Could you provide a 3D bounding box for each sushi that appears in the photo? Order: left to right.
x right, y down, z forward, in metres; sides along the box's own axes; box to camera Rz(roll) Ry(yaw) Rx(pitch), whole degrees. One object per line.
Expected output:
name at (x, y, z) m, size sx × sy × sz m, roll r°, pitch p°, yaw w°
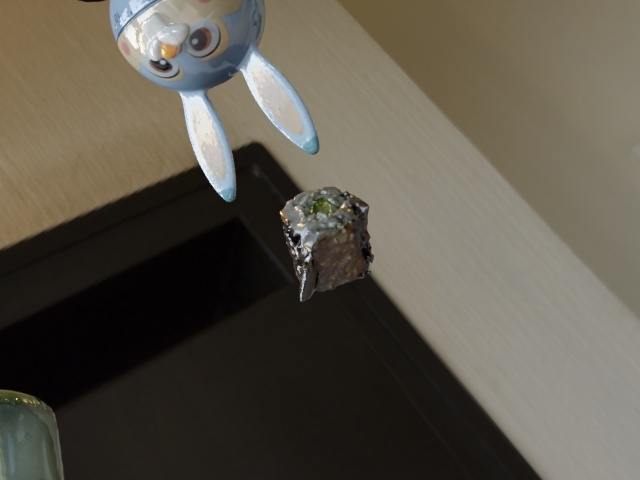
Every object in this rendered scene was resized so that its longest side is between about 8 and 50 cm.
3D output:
sushi at (0.001, -0.001, 0.923) m, size 0.098 × 0.094 × 0.084 m, roll -23°, pitch -50°, yaw -19°

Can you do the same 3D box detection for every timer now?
timer at (-0.122, -0.188, 0.895) m, size 0.176 × 0.255 × 0.175 m, roll -15°, pitch -21°, yaw -6°

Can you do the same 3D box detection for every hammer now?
hammer at (-0.312, 0.275, 0.873) m, size 0.119 × 0.206 × 0.335 m, roll -3°, pitch -22°, yaw -19°
